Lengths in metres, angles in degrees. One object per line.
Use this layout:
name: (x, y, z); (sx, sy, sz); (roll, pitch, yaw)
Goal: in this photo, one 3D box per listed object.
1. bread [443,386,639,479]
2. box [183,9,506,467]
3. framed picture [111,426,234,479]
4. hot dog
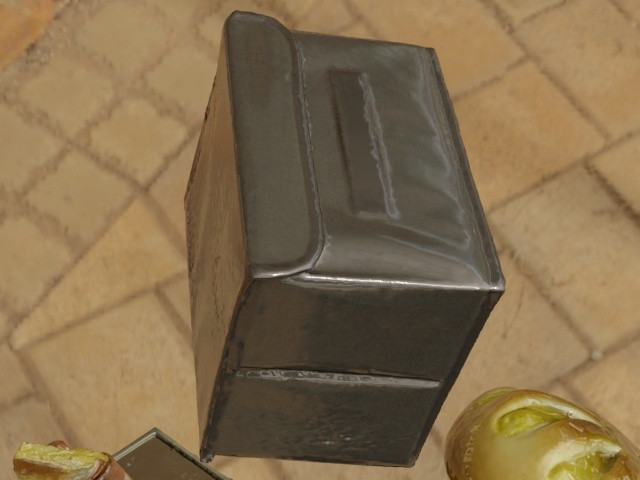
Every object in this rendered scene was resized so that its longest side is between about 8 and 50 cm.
bread: (0.271, 0.273, 1.238); (0.160, 0.333, 0.333); (-44, 66, 12)
box: (-0.001, 0.000, 1.106); (0.204, 0.251, 0.345); (6, 43, -14)
framed picture: (-0.253, 0.417, 1.973); (0.281, 0.019, 0.209); (27, 43, 36)
hot dog: (-0.319, 0.340, 1.688); (0.123, 0.261, 0.093); (-12, 40, 25)
